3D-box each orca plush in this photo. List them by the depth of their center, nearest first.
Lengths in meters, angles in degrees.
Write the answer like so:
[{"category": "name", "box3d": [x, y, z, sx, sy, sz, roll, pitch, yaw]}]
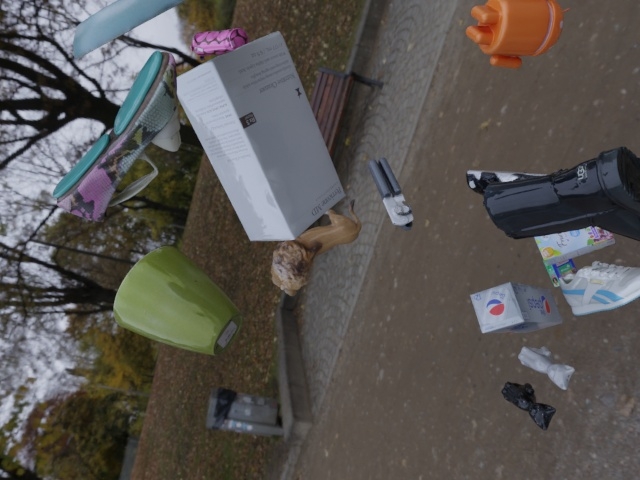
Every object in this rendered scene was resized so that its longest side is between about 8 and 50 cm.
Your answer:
[{"category": "orca plush", "box3d": [0.504, -0.122, 1.157, 0.151, 0.287, 0.102, -16, -70, -52]}]

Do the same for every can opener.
[{"category": "can opener", "box3d": [0.233, -0.159, 1.541, 0.093, 0.074, 0.280, 98, 155, -62]}]

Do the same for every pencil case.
[{"category": "pencil case", "box3d": [-0.357, -0.694, 1.595, 0.098, 0.209, 0.095, -37, -53, -47]}]

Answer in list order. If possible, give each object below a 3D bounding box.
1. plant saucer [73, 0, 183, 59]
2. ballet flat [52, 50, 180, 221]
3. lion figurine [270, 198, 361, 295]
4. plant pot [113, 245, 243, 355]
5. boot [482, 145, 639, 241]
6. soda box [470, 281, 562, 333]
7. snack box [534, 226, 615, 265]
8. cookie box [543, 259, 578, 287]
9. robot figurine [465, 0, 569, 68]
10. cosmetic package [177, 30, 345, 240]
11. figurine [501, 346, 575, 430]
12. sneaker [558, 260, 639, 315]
[{"category": "plant saucer", "box3d": [-0.275, -0.395, 0.749, 0.317, 0.318, 0.043, -92, -22, -55]}, {"category": "ballet flat", "box3d": [-0.212, -0.108, 0.515, 0.221, 0.079, 0.077, -46, 40, 14]}, {"category": "lion figurine", "box3d": [0.000, 0.000, 1.396, 0.392, 0.142, 0.240, -35, 29, -12]}, {"category": "plant pot", "box3d": [-0.382, 0.201, 1.313, 0.274, 0.294, 0.274, -55, -18, -28]}, {"category": "boot", "box3d": [0.397, -0.043, 0.685, 0.207, 0.247, 0.094, -15, 57, 57]}, {"category": "soda box", "box3d": [0.466, 0.163, 1.061, 0.098, 0.286, 0.091, -28, 64, 35]}, {"category": "snack box", "box3d": [0.805, -0.036, 1.465, 0.207, 0.070, 0.174, -26, 55, 28]}, {"category": "cookie box", "box3d": [0.872, 0.106, 1.636, 0.040, 0.092, 0.107, 123, 130, -70]}, {"category": "robot figurine", "box3d": [0.449, -0.488, 1.026, 0.128, 0.220, 0.158, -169, 77, -79]}, {"category": "cosmetic package", "box3d": [-0.119, -0.210, 0.978, 0.156, 0.384, 0.217, -4, 31, 43]}, {"category": "figurine", "box3d": [0.674, 0.443, 1.384, 0.209, 0.092, 0.214, -118, 51, -85]}, {"category": "sneaker", "box3d": [0.587, 0.087, 0.928, 0.092, 0.088, 0.228, 64, 157, 12]}]
